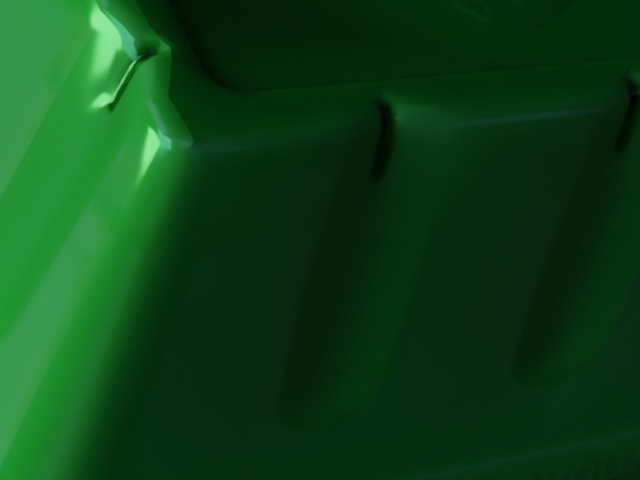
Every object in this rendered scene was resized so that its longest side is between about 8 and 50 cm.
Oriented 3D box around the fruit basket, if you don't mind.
[{"bbox_3d":[0.000,0.000,0.686,0.392,0.392,0.283,-52,50,35],"label":"fruit basket"}]
